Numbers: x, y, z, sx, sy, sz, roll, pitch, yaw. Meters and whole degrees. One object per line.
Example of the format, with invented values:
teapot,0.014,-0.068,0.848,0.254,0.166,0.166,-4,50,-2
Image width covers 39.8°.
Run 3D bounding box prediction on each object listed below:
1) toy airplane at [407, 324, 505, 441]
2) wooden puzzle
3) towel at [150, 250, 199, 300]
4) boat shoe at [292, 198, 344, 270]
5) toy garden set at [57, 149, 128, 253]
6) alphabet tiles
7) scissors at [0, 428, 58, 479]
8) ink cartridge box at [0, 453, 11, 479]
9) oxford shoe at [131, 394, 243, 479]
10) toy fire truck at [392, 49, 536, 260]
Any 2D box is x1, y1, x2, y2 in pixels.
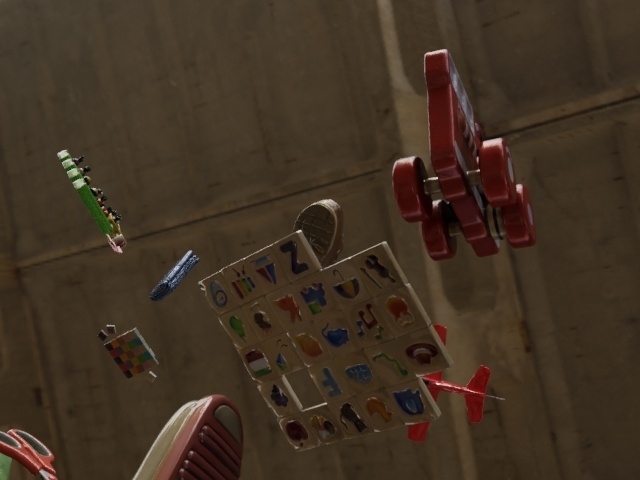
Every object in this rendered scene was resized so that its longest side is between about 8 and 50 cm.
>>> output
toy airplane,0.151,0.182,1.091,0.151,0.028,0.151,-7,-106,26
wooden puzzle,-0.216,0.129,1.012,0.049,0.006,0.083,-27,-78,26
towel,-0.284,0.072,1.724,0.029,0.119,0.067,45,-53,-11
boat shoe,0.000,0.000,1.218,0.064,0.060,0.178,40,-35,18
toy garden set,-0.433,-0.067,1.756,0.244,0.049,0.203,42,-20,58
alphabet tiles,0.004,0.089,0.803,0.237,0.009,0.198,-26,-86,44
scissors,-0.397,0.348,1.311,0.297,0.109,0.021,23,-96,36
ink cartridge box,-0.534,0.381,1.354,0.109,0.062,0.209,-49,-160,1
oxford shoe,-0.175,0.266,0.686,0.130,0.123,0.348,8,-126,31
toy fire truck,0.230,-0.121,1.400,0.169,0.302,0.254,-10,-123,22
